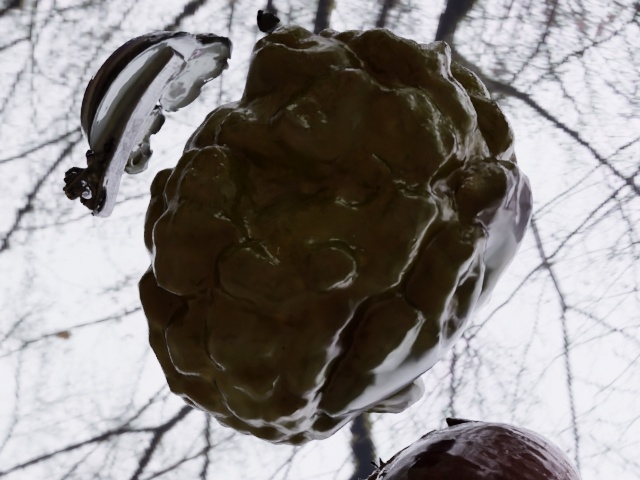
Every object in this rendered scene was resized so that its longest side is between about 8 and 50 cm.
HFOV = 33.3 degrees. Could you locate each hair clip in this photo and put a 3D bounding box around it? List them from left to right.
[{"bbox_3d":[-0.139,-0.099,0.828,0.049,0.116,0.172,34,-85,17],"label":"hair clip"}]

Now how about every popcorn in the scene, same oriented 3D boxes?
[{"bbox_3d":[0.003,-0.001,0.539,0.169,0.189,0.218,40,-105,12],"label":"popcorn"}]

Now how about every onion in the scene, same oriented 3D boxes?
[{"bbox_3d":[0.157,0.367,1.234,0.353,0.353,0.353,3,-84,29],"label":"onion"}]
